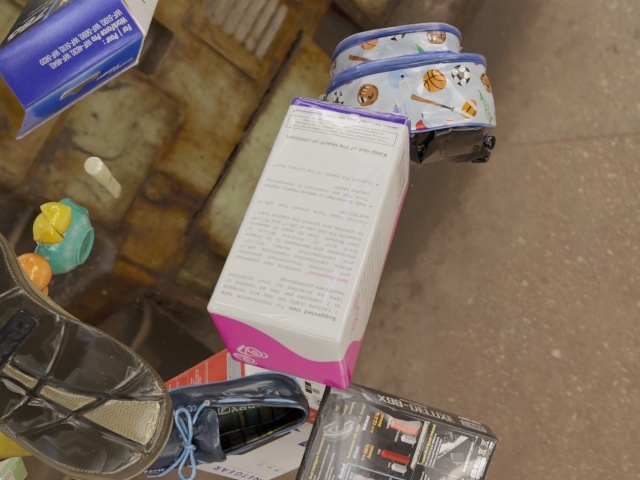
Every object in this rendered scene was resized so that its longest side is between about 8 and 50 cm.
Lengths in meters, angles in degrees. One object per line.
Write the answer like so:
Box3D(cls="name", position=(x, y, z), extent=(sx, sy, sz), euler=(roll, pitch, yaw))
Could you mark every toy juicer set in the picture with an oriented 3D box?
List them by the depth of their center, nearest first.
Box3D(cls="toy juicer set", position=(-0.422, -0.023, 1.188), extent=(0.089, 0.209, 0.329), euler=(17, 58, 0))

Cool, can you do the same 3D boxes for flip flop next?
Box3D(cls="flip flop", position=(-0.217, 0.069, 0.514), extent=(0.277, 0.080, 0.112), euler=(33, 67, 11))

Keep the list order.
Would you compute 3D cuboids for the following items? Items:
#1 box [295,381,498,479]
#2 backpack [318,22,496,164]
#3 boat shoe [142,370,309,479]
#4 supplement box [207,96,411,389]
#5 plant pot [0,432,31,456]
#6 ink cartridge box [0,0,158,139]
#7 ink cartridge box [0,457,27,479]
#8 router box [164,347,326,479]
Box3D(cls="box", position=(0.080, 0.374, 1.026), extent=(0.076, 0.242, 0.307), euler=(-121, 48, -86))
Box3D(cls="backpack", position=(0.122, -0.186, 1.027), extent=(0.276, 0.263, 0.213), euler=(-14, 95, -1))
Box3D(cls="boat shoe", position=(-0.137, 0.221, 0.900), extent=(0.258, 0.109, 0.089), euler=(-21, 22, -17))
Box3D(cls="supplement box", position=(0.000, 0.000, 0.641), extent=(0.114, 0.111, 0.220), euler=(12, 61, 12))
Box3D(cls="plant pot", position=(-0.463, 0.208, 1.006), extent=(0.212, 0.187, 0.212), euler=(-10, 63, 12))
Box3D(cls="ink cartridge box", position=(-0.243, -0.258, 0.785), extent=(0.165, 0.065, 0.333), euler=(-25, 40, 21))
Box3D(cls="ink cartridge box", position=(-0.739, 0.532, 1.512), extent=(0.235, 0.056, 0.171), euler=(-21, 4, -9))
Box3D(cls="router box", position=(-0.120, 0.316, 1.300), extent=(0.301, 0.335, 0.082), euler=(-32, 47, 28))
